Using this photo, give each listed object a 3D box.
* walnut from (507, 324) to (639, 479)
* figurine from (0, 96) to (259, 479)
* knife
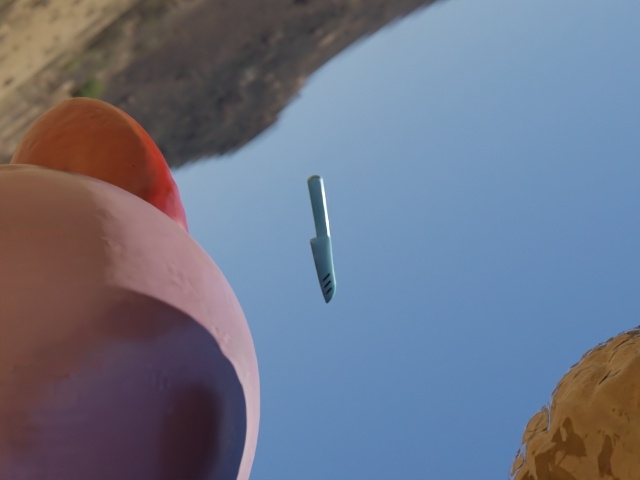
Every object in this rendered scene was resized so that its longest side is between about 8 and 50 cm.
[{"bbox_3d":[0.172,0.122,0.735,0.213,0.213,0.213,-36,-171,7],"label":"walnut"},{"bbox_3d":[-0.123,0.070,0.797,0.211,0.270,0.261,3,-174,35],"label":"figurine"},{"bbox_3d":[0.000,0.000,1.117,0.014,0.091,0.005,-15,-152,-12],"label":"knife"}]
